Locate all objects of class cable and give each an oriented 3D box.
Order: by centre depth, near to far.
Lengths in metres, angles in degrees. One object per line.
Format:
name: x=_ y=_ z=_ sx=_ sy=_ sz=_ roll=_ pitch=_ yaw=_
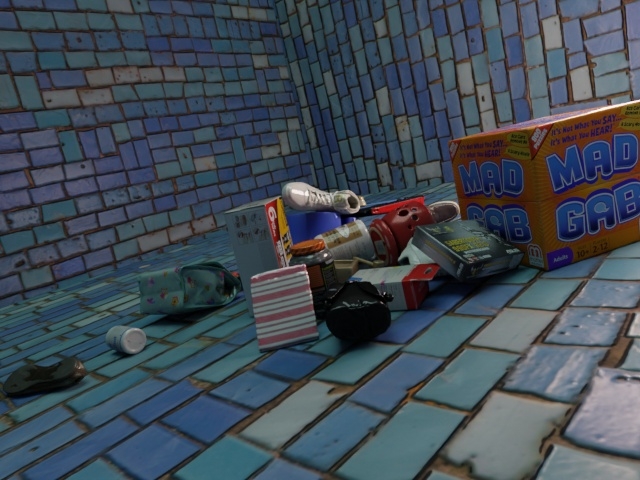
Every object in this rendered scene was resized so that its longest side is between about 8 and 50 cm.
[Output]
cable: x=-0.274 y=0.114 z=1.671 sx=0.139 sy=0.072 sz=0.287 roll=-18 pitch=-7 yaw=-16

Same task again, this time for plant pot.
plant pot: x=0.258 y=-0.014 z=1.515 sx=0.174 sy=0.191 sz=0.191 roll=-18 pitch=11 yaw=-13

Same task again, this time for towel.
towel: x=-0.087 y=0.157 z=1.127 sx=0.144 sy=0.197 sz=0.029 roll=-14 pitch=-29 yaw=3

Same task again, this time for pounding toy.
pounding toy: x=0.084 y=0.107 z=1.381 sx=0.206 sy=0.094 sz=0.181 roll=-1 pitch=8 yaw=12

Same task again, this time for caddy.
caddy: x=0.000 y=0.000 z=1.822 sx=0.241 sy=0.179 sz=0.341 roll=8 pitch=-8 yaw=-44

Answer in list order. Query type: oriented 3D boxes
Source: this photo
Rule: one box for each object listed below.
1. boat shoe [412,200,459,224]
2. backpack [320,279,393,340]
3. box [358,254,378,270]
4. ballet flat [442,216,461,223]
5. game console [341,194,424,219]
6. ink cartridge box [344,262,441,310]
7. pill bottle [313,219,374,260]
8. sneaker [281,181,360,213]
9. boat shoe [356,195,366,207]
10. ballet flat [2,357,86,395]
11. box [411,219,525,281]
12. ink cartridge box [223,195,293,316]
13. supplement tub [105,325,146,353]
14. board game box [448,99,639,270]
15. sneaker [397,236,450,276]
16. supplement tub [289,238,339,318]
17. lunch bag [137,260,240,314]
boat shoe: x=0.426 y=-0.083 z=1.948 sx=0.285 sy=0.102 sz=0.092 roll=-13 pitch=15 yaw=20
backpack: x=0.076 y=0.153 z=1.050 sx=0.152 sy=0.115 sz=0.182 roll=-2 pitch=9 yaw=-1
box: x=0.103 y=0.083 z=1.606 sx=0.186 sy=0.038 sz=0.145 roll=-8 pitch=12 yaw=25
ballet flat: x=0.512 y=-0.039 z=1.614 sx=0.247 sy=0.087 sz=0.083 roll=-3 pitch=14 yaw=43
game console: x=0.198 y=-0.129 z=1.967 sx=0.342 sy=0.060 sz=0.387 roll=-10 pitch=3 yaw=-38
ink cartridge box: x=0.186 y=0.118 z=1.194 sx=0.231 sy=0.078 sz=0.134 roll=-8 pitch=12 yaw=28
pill bottle: x=0.044 y=0.032 z=1.510 sx=0.229 sy=0.131 sz=0.131 roll=-22 pitch=11 yaw=-5
sneaker: x=0.015 y=-0.155 z=1.705 sx=0.169 sy=0.108 sz=0.293 roll=-7 pitch=-13 yaw=43
boat shoe: x=0.150 y=-0.154 z=1.878 sx=0.050 sy=0.045 sz=0.135 roll=-14 pitch=6 yaw=-11
ballet flat: x=-0.679 y=0.341 z=1.174 sx=0.250 sy=0.058 sz=0.084 roll=-16 pitch=44 yaw=17
box: x=0.380 y=0.019 z=1.224 sx=0.231 sy=0.056 sz=0.183 roll=-6 pitch=35 yaw=-34
ink cartridge box: x=-0.155 y=0.032 z=1.440 sx=0.130 sy=0.309 sz=0.272 roll=-11 pitch=11 yaw=10
supplement tub: x=-0.533 y=0.271 z=1.303 sx=0.107 sy=0.071 sz=0.071 roll=-5 pitch=13 yaw=42
board game box: x=0.634 y=-0.157 z=1.340 sx=0.357 sy=0.356 sz=0.356 roll=-15 pitch=11 yaw=-14
sneaker: x=0.311 y=0.074 z=1.324 sx=0.115 sy=0.090 sz=0.232 roll=-47 pitch=32 yaw=-14
supplement tub: x=-0.014 y=0.098 z=1.241 sx=0.117 sy=0.190 sz=0.117 roll=-12 pitch=10 yaw=2
lunch bag: x=-0.423 y=0.156 z=1.564 sx=0.223 sy=0.160 sz=0.262 roll=-11 pitch=-7 yaw=34
